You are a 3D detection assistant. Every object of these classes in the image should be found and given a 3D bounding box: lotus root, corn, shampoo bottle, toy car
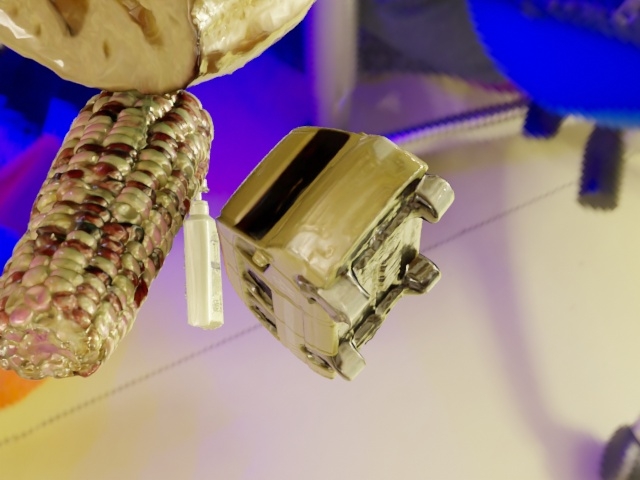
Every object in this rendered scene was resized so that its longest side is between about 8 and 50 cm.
[{"bbox_3d":[-0.074,-0.240,1.150,0.250,0.316,0.316,-24,77,-37],"label":"lotus root"},{"bbox_3d":[-0.125,-0.007,1.132,0.092,0.092,0.280,23,33,-6],"label":"corn"},{"bbox_3d":[-0.110,0.011,1.768,0.034,0.049,0.141,-5,84,20],"label":"shampoo bottle"},{"bbox_3d":[0.000,0.000,1.168,0.124,0.256,0.101,37,77,11],"label":"toy car"}]
